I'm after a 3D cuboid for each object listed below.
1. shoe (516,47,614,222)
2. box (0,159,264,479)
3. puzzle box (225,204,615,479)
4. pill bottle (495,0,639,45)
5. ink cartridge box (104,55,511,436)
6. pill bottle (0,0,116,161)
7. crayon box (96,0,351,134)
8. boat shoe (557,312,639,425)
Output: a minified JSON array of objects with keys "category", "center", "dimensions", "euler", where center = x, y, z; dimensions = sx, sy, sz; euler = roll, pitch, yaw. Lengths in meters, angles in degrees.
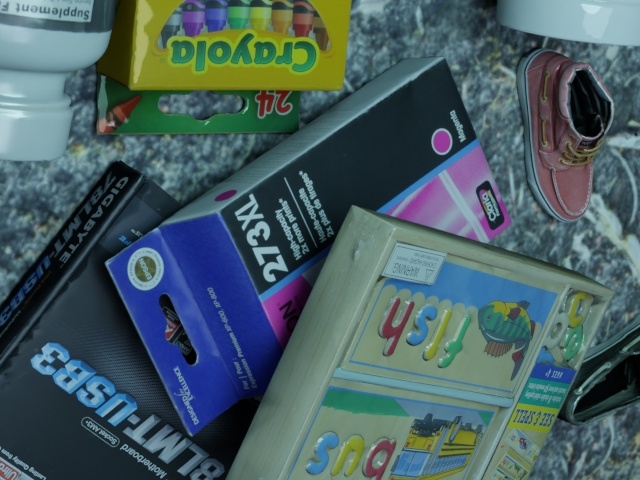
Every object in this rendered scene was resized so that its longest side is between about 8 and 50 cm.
[{"category":"shoe","center":[0.235,-0.091,1.808],"dimensions":[0.063,0.081,0.178],"euler":[-22,114,-21]},{"category":"box","center":[-0.154,0.132,1.675],"dimensions":[0.295,0.073,0.293],"euler":[42,82,-31]},{"category":"puzzle box","center":[0.100,0.131,1.722],"dimensions":[0.409,0.052,0.272],"euler":[14,103,-54]},{"category":"pill bottle","center":[0.247,-0.345,1.678],"dimensions":[0.188,0.188,0.333],"euler":[0,105,-28]},{"category":"ink cartridge box","center":[0.000,0.000,1.664],"dimensions":[0.371,0.069,0.175],"euler":[-35,112,-29]},{"category":"pill bottle","center":[-0.237,-0.228,1.461],"dimensions":[0.176,0.176,0.318],"euler":[4,103,-29]},{"category":"crayon box","center":[-0.074,-0.237,1.602],"dimensions":[0.202,0.081,0.318],"euler":[-3,107,-28]},{"category":"boat shoe","center":[0.322,0.126,1.925],"dimensions":[0.219,0.070,0.077],"euler":[-28,116,-18]}]
